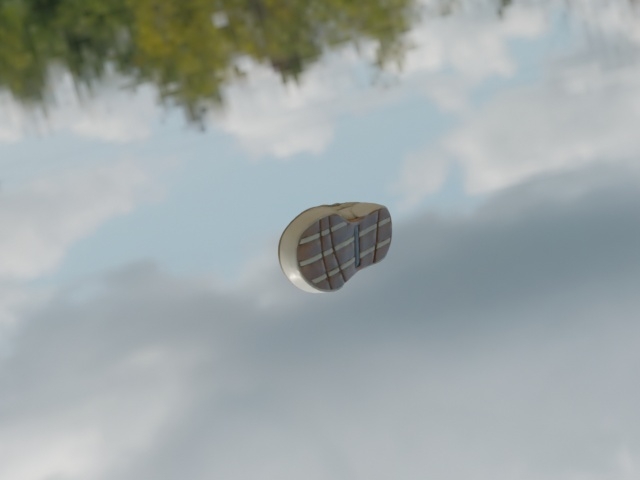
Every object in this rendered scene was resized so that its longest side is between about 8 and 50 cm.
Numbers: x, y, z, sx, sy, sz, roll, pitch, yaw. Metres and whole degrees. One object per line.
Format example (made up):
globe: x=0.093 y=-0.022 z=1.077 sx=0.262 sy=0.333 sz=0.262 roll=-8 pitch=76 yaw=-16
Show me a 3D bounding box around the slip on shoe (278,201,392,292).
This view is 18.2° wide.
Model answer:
slip on shoe: x=0.000 y=0.000 z=1.191 sx=0.041 sy=0.051 sz=0.135 roll=6 pitch=-167 yaw=23
